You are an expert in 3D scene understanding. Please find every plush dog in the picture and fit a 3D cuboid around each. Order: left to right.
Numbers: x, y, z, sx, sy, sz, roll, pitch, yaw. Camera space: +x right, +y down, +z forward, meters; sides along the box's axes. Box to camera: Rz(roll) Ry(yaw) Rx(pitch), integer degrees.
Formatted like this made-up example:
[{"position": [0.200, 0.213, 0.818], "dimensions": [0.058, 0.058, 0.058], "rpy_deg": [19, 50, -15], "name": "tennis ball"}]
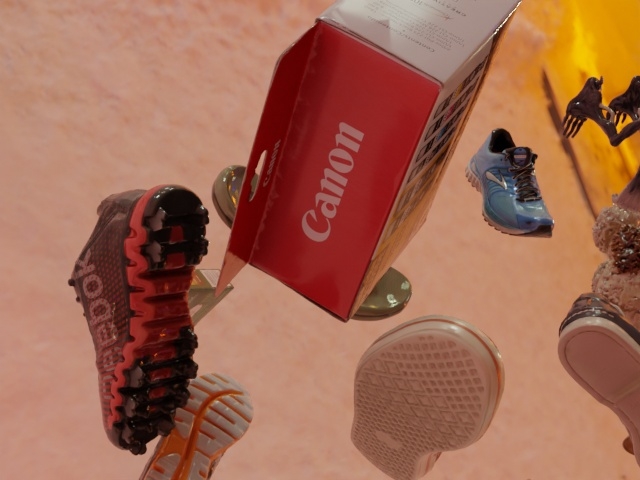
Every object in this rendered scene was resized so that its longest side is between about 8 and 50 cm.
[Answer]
[{"position": [0.507, 0.086, 1.623], "dimensions": [0.225, 0.210, 0.262], "rpy_deg": [-14, 114, -56], "name": "plush dog"}]

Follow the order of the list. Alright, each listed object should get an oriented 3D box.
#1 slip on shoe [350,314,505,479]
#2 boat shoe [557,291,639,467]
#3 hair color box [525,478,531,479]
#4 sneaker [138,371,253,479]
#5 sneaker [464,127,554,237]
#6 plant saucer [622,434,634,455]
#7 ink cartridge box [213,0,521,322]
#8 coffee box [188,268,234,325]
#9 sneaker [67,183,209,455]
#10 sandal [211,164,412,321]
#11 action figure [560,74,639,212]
[{"position": [0.099, 0.135, 0.925], "dimensions": [0.123, 0.331, 0.101], "rpy_deg": [36, 67, 12], "name": "slip on shoe"}, {"position": [0.259, 0.121, 0.784], "dimensions": [0.206, 0.075, 0.065], "rpy_deg": [47, 31, -15], "name": "boat shoe"}, {"position": [0.336, 0.456, 1.551], "dimensions": [0.167, 0.053, 0.093], "rpy_deg": [64, 12, 10], "name": "hair color box"}, {"position": [-0.144, 0.227, 1.086], "dimensions": [0.084, 0.083, 0.215], "rpy_deg": [34, 44, -1], "name": "sneaker"}, {"position": [0.202, -0.063, 1.074], "dimensions": [0.063, 0.073, 0.162], "rpy_deg": [2, 37, -22], "name": "sneaker"}, {"position": [0.474, 0.287, 1.447], "dimensions": [0.083, 0.083, 0.015], "rpy_deg": [46, 41, -37], "name": "plant saucer"}, {"position": [0.041, -0.084, 0.973], "dimensions": [0.130, 0.309, 0.272], "rpy_deg": [30, 45, 12], "name": "ink cartridge box"}, {"position": [-0.200, 0.083, 1.302], "dimensions": [0.040, 0.113, 0.184], "rpy_deg": [52, 19, 16], "name": "coffee box"}, {"position": [-0.193, 0.074, 1.033], "dimensions": [0.097, 0.135, 0.276], "rpy_deg": [-2, 101, -53], "name": "sneaker"}, {"position": [-0.001, 0.000, 1.293], "dimensions": [0.303, 0.086, 0.120], "rpy_deg": [35, 37, -16], "name": "sandal"}, {"position": [0.435, -0.110, 1.259], "dimensions": [0.164, 0.141, 0.276], "rpy_deg": [-6, 29, -26], "name": "action figure"}]
